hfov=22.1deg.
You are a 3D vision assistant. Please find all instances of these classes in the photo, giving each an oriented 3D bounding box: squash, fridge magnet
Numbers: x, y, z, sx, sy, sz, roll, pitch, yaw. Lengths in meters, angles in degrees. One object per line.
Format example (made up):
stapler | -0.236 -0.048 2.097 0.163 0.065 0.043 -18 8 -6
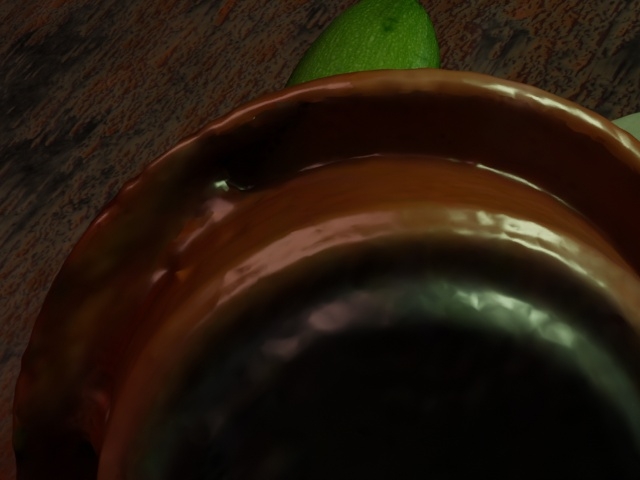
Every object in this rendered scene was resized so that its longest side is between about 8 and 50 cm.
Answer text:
squash | 0.000 0.000 0.976 0.107 0.107 0.395 -10 46 27
fridge magnet | 0.039 0.101 0.759 0.363 0.363 0.155 -27 16 5

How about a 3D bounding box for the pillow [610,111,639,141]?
pillow | 0.170 0.043 0.937 0.310 0.138 0.283 -9 44 26
